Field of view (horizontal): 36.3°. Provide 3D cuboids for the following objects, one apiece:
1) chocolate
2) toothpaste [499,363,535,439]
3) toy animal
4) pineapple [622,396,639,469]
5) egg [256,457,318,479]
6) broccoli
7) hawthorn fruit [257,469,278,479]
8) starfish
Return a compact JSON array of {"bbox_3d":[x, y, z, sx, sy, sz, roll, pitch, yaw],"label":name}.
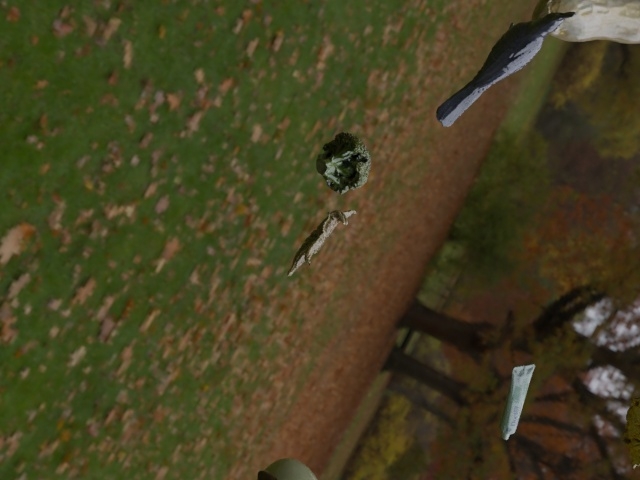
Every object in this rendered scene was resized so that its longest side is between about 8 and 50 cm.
[{"bbox_3d":[0.609,-0.495,2.119,0.134,0.309,0.134,179,-90,-82],"label":"chocolate"},{"bbox_3d":[0.473,0.395,2.384,0.041,0.064,0.218,-129,-139,-53],"label":"toothpaste"},{"bbox_3d":[0.404,-0.403,2.116,0.367,0.081,0.206,-38,-169,31],"label":"toy animal"},{"bbox_3d":[0.775,0.376,2.151,0.164,0.140,0.250,-17,155,-33],"label":"pineapple"},{"bbox_3d":[-0.072,0.594,2.088,0.188,0.188,0.254,56,31,-80],"label":"egg"},{"bbox_3d":[0.048,-0.161,2.047,0.120,0.131,0.130,-10,112,-39],"label":"broccoli"},{"bbox_3d":[-0.066,0.539,1.499,0.311,0.295,0.295,-58,172,7],"label":"hawthorn fruit"},{"bbox_3d":[0.000,0.000,2.303,0.236,0.062,0.277,-49,-177,37],"label":"starfish"}]
